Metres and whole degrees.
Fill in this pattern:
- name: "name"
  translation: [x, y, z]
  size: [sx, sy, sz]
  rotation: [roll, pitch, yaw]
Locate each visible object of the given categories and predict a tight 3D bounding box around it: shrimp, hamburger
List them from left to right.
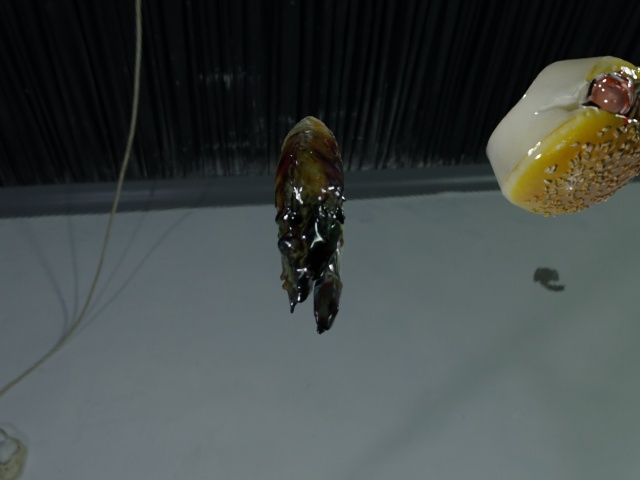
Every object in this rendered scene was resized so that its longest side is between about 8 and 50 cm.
- name: "shrimp"
  translation: [0.000, 0.000, 0.711]
  size: [0.071, 0.233, 0.365]
  rotation: [-7, 26, 5]
- name: "hamburger"
  translation: [0.261, -0.099, 0.665]
  size: [0.116, 0.173, 0.210]
  rotation: [47, 24, 26]
